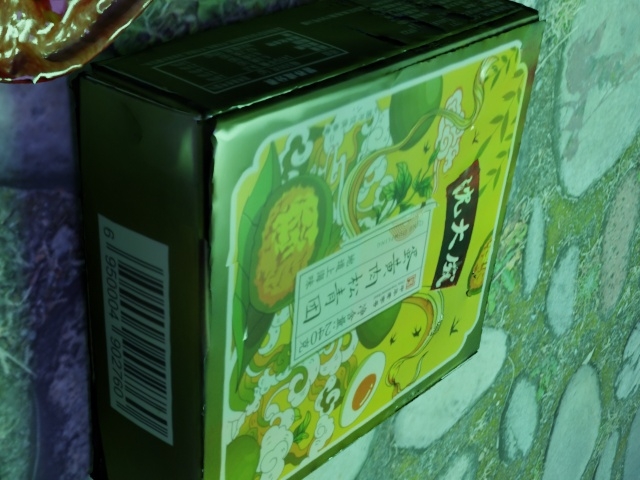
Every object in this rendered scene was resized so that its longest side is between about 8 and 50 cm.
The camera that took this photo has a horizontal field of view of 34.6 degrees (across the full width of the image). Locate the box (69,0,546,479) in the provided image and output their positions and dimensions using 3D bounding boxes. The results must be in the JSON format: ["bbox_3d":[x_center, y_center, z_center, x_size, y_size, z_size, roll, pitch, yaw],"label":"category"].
[{"bbox_3d":[0.000,0.000,0.870,0.420,0.138,0.372,-25,131,-43],"label":"box"}]

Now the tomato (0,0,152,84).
[{"bbox_3d":[-0.170,-0.203,0.538,0.228,0.101,0.227,-24,122,-47],"label":"tomato"}]
